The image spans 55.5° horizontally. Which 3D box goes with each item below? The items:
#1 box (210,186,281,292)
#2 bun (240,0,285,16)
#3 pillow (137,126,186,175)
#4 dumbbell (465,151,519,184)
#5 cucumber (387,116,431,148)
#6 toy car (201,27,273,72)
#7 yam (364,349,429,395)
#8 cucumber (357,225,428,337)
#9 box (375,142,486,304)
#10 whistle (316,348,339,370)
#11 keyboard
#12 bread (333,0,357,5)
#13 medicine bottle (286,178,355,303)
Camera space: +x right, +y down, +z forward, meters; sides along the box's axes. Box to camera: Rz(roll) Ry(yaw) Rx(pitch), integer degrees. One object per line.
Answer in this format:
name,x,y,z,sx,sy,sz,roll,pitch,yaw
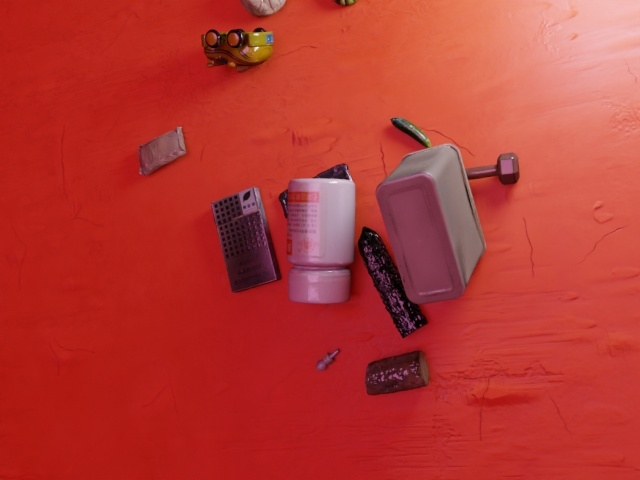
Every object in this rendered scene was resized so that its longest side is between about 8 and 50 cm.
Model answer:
box,-0.255,-0.001,2.064,0.181,0.047,0.324,-18,81,20
bun,-0.202,-0.844,2.050,0.164,0.111,0.188,-45,69,11
pillow,-0.580,-0.324,2.211,0.208,0.053,0.119,-21,75,20
dumbbell,0.453,-0.195,1.759,0.231,0.092,0.081,-6,113,21
cucumber,0.276,-0.339,1.865,0.168,0.039,0.039,39,102,16
toy car,-0.277,-0.636,2.040,0.248,0.200,0.142,8,113,25
yam,0.220,0.399,1.815,0.194,0.107,0.107,-18,81,22
cucumber,0.201,0.116,1.842,0.096,0.096,0.359,-32,77,18
box,0.300,-0.049,1.624,0.178,0.344,0.351,-12,103,25
whistle,0.022,0.380,1.935,0.100,0.035,0.035,-45,72,13
keyboard,-0.015,-0.160,1.988,0.263,0.016,0.106,-24,79,19
bread,0.075,-0.827,1.957,0.130,0.071,0.139,-10,84,17
medicine bottle,0.000,0.000,1.865,0.211,0.211,0.371,3,93,23
